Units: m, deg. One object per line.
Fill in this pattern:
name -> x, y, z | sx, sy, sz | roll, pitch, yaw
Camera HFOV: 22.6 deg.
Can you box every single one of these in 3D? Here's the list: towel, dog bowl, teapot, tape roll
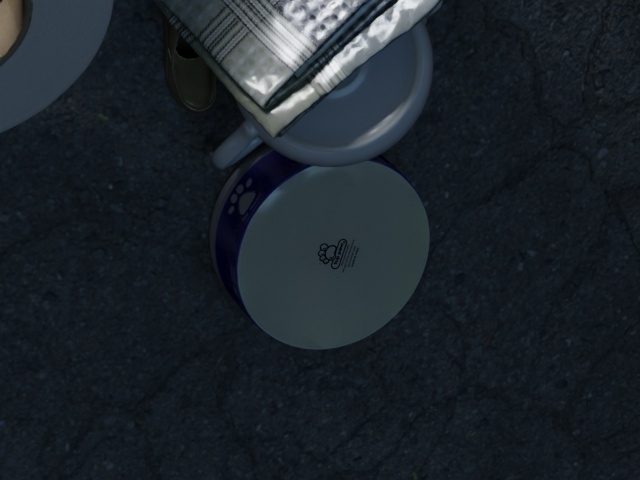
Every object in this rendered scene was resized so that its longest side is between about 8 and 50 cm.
towel -> -0.035, -0.324, 1.781 | 0.312, 0.056, 0.324 | -41, 83, -2
dog bowl -> 0.000, 0.000, 2.015 | 0.265, 0.104, 0.265 | -9, 115, -20
teapot -> 0.009, -0.197, 1.894 | 0.256, 0.187, 0.252 | 7, 88, 0
tape roll -> -0.406, -0.247, 1.656 | 0.392, 0.072, 0.392 | -16, 144, -12

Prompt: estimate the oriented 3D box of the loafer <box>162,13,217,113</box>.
loafer -> -0.154, -0.214, 1.884 | 0.056, 0.050, 0.148 | -20, 119, -15
